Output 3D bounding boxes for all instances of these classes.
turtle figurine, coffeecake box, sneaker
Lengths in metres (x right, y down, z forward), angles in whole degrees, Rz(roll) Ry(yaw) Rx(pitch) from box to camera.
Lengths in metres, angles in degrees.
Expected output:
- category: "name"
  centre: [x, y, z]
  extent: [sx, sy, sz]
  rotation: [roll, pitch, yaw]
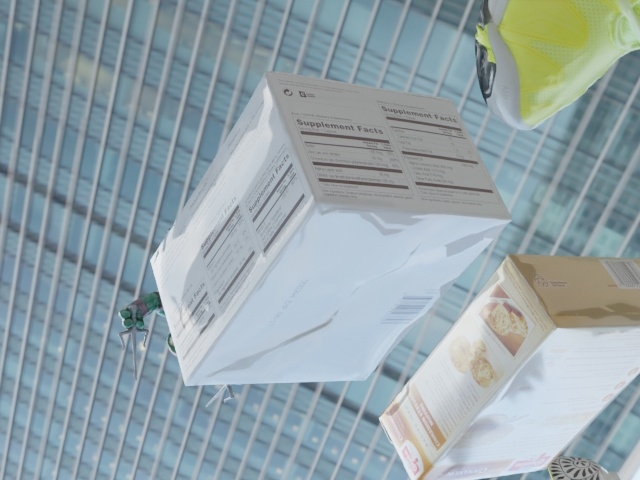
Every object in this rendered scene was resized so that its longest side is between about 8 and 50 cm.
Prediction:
- category: "turtle figurine"
  centre: [-0.158, 0.092, 1.373]
  extent: [0.175, 0.234, 0.118]
  rotation: [16, -144, -9]
- category: "coffeecake box"
  centre: [0.153, 0.097, 0.821]
  extent: [0.142, 0.185, 0.068]
  rotation: [2, -135, -36]
- category: "sneaker"
  centre: [0.261, -0.226, 0.778]
  extent: [0.147, 0.385, 0.145]
  rotation: [45, -172, 33]

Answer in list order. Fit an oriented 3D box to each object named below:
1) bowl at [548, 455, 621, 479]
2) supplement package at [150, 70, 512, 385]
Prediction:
- category: "bowl"
  centre: [0.345, 0.336, 1.388]
  extent: [0.080, 0.170, 0.170]
  rotation: [-21, -141, 7]
- category: "supplement package"
  centre: [0.000, 0.000, 1.001]
  extent: [0.204, 0.262, 0.145]
  rotation: [3, -129, -34]
